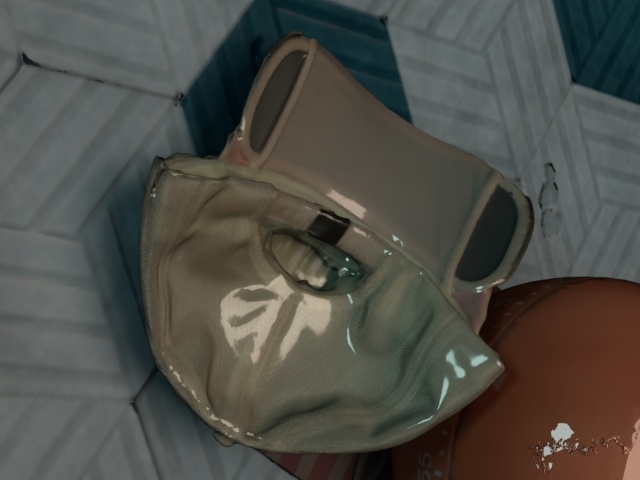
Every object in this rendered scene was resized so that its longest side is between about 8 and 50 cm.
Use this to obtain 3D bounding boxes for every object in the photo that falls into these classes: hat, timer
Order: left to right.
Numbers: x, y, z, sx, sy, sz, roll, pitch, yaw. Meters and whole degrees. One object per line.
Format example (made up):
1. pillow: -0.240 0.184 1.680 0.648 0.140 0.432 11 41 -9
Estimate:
1. hat: 0.000 0.000 0.704 0.219 0.164 0.226 34 28 -10
2. timer: 0.160 0.137 0.737 0.229 0.215 0.230 3 85 -32

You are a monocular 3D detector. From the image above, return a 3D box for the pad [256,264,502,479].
1. pad: 0.071 0.102 0.803 0.299 0.005 0.202 41 64 -30
